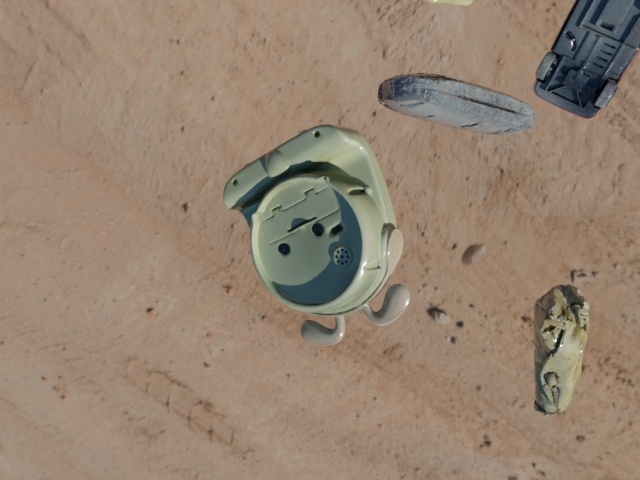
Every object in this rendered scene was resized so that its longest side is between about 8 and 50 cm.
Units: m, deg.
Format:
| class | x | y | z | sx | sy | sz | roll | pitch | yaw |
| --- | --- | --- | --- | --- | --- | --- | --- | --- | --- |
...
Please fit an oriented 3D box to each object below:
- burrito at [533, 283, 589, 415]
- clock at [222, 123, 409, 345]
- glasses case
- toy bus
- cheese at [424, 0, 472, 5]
| class | x | y | z | sx | sy | sz | roll | pitch | yaw |
| --- | --- | --- | --- | --- | --- | --- | --- | --- | --- |
| burrito | 0.219 | 0.101 | 0.543 | 0.055 | 0.041 | 0.149 | -27 | 129 | -14 |
| clock | 0.000 | 0.000 | 0.559 | 0.151 | 0.062 | 0.191 | -26 | 81 | 28 |
| glasses case | 0.206 | -0.199 | 0.876 | 0.109 | 0.282 | 0.067 | 12 | 99 | 51 |
| toy bus | 0.715 | -0.538 | 1.477 | 0.203 | 0.233 | 0.427 | 32 | 136 | 15 |
| cheese | 0.276 | -0.576 | 1.376 | 0.065 | 0.193 | 0.043 | 63 | 145 | 25 |
